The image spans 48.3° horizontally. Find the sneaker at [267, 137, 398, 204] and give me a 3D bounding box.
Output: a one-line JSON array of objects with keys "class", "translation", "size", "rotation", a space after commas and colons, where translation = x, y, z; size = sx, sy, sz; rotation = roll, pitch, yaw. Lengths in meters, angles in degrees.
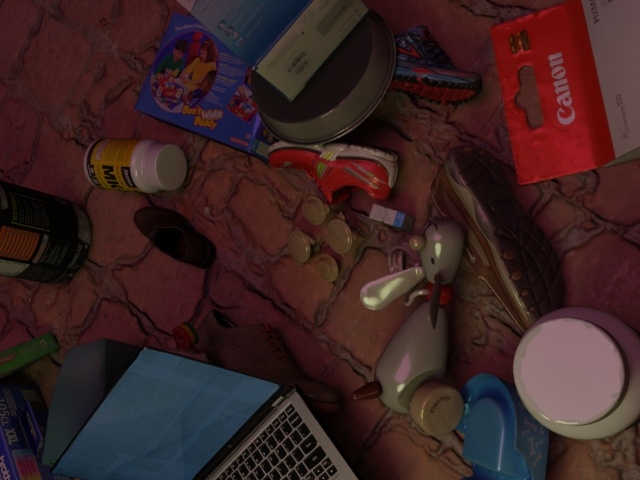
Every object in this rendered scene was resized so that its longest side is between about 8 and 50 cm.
[{"class": "sneaker", "translation": [0.011, -0.126, 1.328], "size": [0.279, 0.107, 0.118], "rotation": [11, 96, 34]}]

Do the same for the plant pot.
[{"class": "plant pot", "translation": [-0.440, 0.330, 1.457], "size": [0.166, 0.166, 0.234], "rotation": [-18, 63, 26]}]

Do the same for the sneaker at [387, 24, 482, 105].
[{"class": "sneaker", "translation": [0.175, -0.326, 1.273], "size": [0.262, 0.104, 0.125], "rotation": [22, 89, 31]}]

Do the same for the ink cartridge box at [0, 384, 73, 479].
[{"class": "ink cartridge box", "translation": [-0.723, 0.503, 1.585], "size": [0.395, 0.151, 0.270], "rotation": [-40, 63, 15]}]

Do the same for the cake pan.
[{"class": "cake pan", "translation": [-0.007, -0.314, 1.295], "size": [0.293, 0.054, 0.293], "rotation": [-11, 67, 26]}]

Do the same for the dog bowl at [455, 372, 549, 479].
[{"class": "dog bowl", "translation": [0.260, 0.350, 1.060], "size": [0.166, 0.074, 0.297], "rotation": [169, 110, -69]}]

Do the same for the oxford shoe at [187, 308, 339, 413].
[{"class": "oxford shoe", "translation": [-0.107, 0.218, 1.310], "size": [0.348, 0.123, 0.130], "rotation": [17, 83, 30]}]

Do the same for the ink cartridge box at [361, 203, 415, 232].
[{"class": "ink cartridge box", "translation": [0.120, -0.042, 1.274], "size": [0.083, 0.048, 0.028], "rotation": [19, 90, 31]}]

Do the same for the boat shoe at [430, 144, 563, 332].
[{"class": "boat shoe", "translation": [0.278, 0.004, 1.151], "size": [0.116, 0.123, 0.324], "rotation": [-47, 58, 52]}]

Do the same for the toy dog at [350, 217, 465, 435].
[{"class": "toy dog", "translation": [0.128, 0.138, 1.119], "size": [0.220, 0.161, 0.333], "rotation": [-19, 71, 58]}]

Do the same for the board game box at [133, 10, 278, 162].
[{"class": "board game box", "translation": [-0.212, -0.329, 1.506], "size": [0.347, 0.078, 0.233], "rotation": [24, 92, 31]}]

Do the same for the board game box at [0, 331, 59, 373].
[{"class": "board game box", "translation": [-0.750, 0.302, 1.544], "size": [0.214, 0.317, 0.046], "rotation": [-31, 87, 21]}]

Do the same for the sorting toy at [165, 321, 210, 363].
[{"class": "sorting toy", "translation": [-0.237, 0.279, 1.320], "size": [0.132, 0.046, 0.274], "rotation": [-3, 112, 48]}]

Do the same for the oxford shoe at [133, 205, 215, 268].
[{"class": "oxford shoe", "translation": [-0.325, -0.020, 1.497], "size": [0.227, 0.096, 0.082], "rotation": [26, 95, 33]}]

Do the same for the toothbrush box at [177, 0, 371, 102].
[{"class": "toothbrush box", "translation": [-0.093, -0.423, 1.275], "size": [0.216, 0.126, 0.295], "rotation": [-49, 56, 6]}]

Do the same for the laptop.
[{"class": "laptop", "translation": [-0.178, 0.414, 1.162], "size": [0.408, 0.236, 0.382], "rotation": [52, 123, 19]}]

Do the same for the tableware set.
[{"class": "tableware set", "translation": [0.000, 0.000, 1.316], "size": [0.141, 0.020, 0.168], "rotation": [47, 132, 28]}]

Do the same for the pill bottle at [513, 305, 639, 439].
[{"class": "pill bottle", "translation": [0.354, 0.176, 0.949], "size": [0.169, 0.302, 0.169], "rotation": [-7, 76, 29]}]

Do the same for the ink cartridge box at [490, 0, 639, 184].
[{"class": "ink cartridge box", "translation": [0.464, -0.280, 1.107], "size": [0.385, 0.091, 0.307], "rotation": [-13, 73, 26]}]

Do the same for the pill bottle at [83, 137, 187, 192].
[{"class": "pill bottle", "translation": [-0.402, -0.163, 1.555], "size": [0.209, 0.119, 0.119], "rotation": [5, 82, 31]}]

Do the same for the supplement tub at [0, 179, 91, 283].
[{"class": "supplement tub", "translation": [-0.694, -0.024, 1.564], "size": [0.207, 0.338, 0.207], "rotation": [-7, 76, 28]}]
